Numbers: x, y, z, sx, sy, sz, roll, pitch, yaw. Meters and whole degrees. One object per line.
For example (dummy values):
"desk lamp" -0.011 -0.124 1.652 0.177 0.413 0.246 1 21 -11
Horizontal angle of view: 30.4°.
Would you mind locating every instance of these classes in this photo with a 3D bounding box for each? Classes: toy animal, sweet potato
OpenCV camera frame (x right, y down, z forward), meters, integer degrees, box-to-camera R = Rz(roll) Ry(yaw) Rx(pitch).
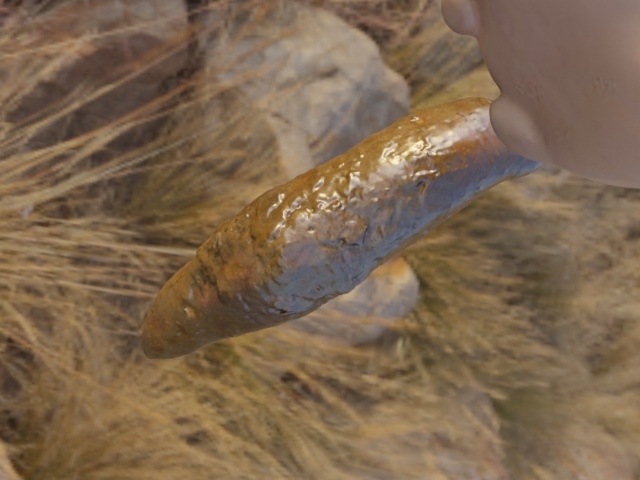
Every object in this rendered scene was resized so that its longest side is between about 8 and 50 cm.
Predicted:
"toy animal" 0.181 -0.145 0.578 0.210 0.229 0.221 59 34 -7
"sweet potato" 0.001 -0.001 0.825 0.092 0.341 0.114 63 11 15
